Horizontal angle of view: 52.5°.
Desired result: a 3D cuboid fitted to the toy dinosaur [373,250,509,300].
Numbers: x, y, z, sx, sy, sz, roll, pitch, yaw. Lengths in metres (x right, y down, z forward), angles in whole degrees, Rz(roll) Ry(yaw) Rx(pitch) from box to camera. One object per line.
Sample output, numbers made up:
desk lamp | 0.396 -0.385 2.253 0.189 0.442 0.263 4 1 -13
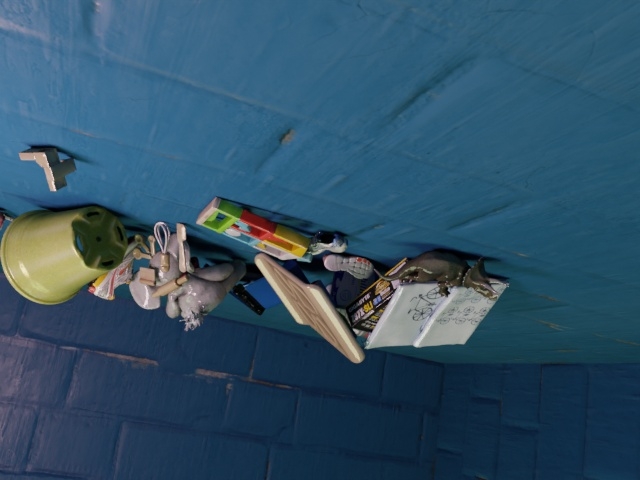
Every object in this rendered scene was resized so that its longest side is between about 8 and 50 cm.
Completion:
toy dinosaur | 0.293 0.068 1.623 0.314 0.120 0.160 17 153 -12

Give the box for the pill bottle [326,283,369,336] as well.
pill bottle | 0.149 0.259 2.295 0.284 0.161 0.161 12 165 -11

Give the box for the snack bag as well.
snack bag | 0.319 0.212 1.832 0.343 0.037 0.323 1 140 -21

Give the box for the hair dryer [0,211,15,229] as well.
hair dryer | -1.062 -0.067 1.993 0.224 0.080 0.293 7 165 13

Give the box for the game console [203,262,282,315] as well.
game console | -0.235 0.141 2.298 0.250 0.173 0.293 34 168 22

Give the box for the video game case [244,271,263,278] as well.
video game case | -0.264 0.136 2.381 0.157 0.019 0.143 10 166 -5

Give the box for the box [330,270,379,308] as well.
box | 0.103 0.148 1.968 0.137 0.126 0.072 9 164 -1

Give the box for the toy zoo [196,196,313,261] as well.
toy zoo | -0.149 -0.015 1.601 0.293 0.030 0.192 24 163 -16

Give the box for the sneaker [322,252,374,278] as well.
sneaker | 0.077 0.061 1.830 0.158 0.061 0.065 17 -169 -24

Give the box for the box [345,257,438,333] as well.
box | 0.272 0.190 1.878 0.322 0.079 0.257 21 127 -38

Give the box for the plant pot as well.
plant pot | -0.681 0.020 1.790 0.254 0.275 0.276 -15 154 32

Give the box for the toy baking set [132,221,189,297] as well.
toy baking set | -0.451 0.054 1.835 0.256 0.196 0.030 -21 -176 35

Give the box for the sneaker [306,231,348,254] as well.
sneaker | 0.000 0.000 1.637 0.135 0.052 0.058 -7 149 29

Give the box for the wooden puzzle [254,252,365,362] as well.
wooden puzzle | -0.022 0.183 1.934 0.348 0.080 0.322 24 151 54

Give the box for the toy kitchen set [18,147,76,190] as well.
toy kitchen set | -0.568 -0.155 1.361 0.075 0.083 0.068 4 -154 24

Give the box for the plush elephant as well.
plush elephant | -0.425 0.112 1.996 0.272 0.255 0.330 -35 -169 13

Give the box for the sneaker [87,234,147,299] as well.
sneaker | -0.594 0.077 1.941 0.093 0.225 0.088 41 172 -25
